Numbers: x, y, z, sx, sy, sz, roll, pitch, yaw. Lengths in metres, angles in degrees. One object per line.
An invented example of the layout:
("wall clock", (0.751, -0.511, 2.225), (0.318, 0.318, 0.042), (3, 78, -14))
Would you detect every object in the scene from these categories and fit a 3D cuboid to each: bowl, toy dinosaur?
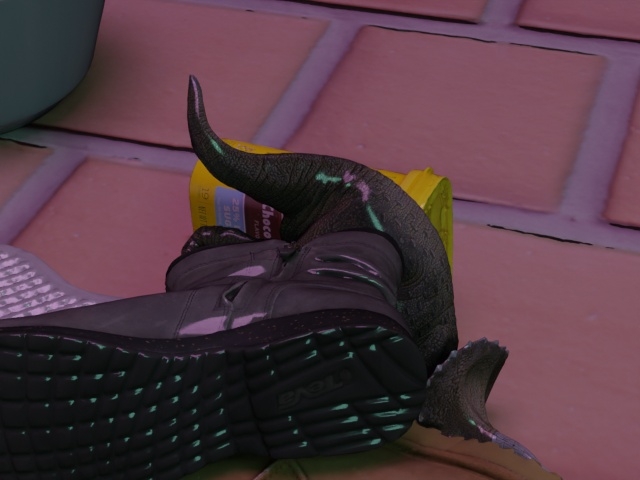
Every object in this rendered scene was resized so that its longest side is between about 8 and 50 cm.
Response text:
("bowl", (-0.327, -0.203, 1.067), (0.311, 0.163, 0.311), (-2, 39, 1))
("toy dinosaur", (0.020, 0.030, 0.721), (0.160, 0.313, 0.121), (-22, 9, 13))

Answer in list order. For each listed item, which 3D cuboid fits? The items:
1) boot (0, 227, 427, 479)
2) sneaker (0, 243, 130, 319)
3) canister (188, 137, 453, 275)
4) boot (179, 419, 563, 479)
("boot", (-0.072, 0.050, 0.584), (0.246, 0.083, 0.161), (-4, 19, -4))
("sneaker", (-0.167, 0.093, 0.721), (0.321, 0.127, 0.126), (14, 39, 33))
("canister", (0.000, 0.000, 0.820), (0.170, 0.126, 0.073), (13, 40, 22))
("boot", (-0.035, 0.171, 0.493), (0.269, 0.089, 0.236), (-28, 33, -36))
